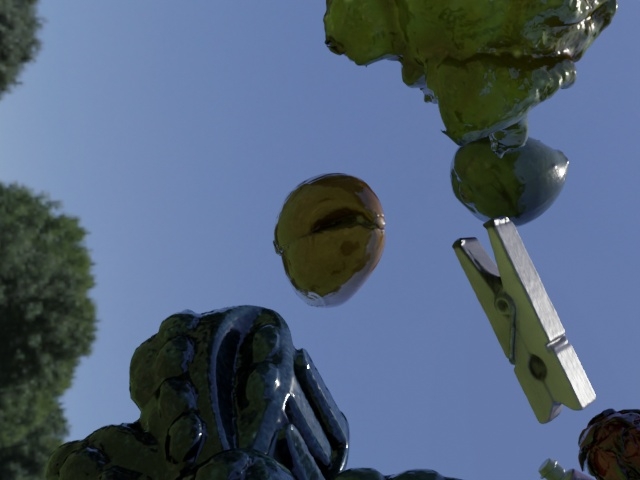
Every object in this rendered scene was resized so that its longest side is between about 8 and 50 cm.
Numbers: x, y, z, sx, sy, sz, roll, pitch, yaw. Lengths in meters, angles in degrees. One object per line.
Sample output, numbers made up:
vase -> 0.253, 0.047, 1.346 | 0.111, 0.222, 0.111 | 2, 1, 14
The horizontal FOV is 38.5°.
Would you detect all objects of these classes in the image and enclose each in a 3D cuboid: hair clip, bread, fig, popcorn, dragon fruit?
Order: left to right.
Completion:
hair clip -> -0.044, 0.158, 0.451 | 0.194, 0.206, 0.310 | 61, -14, -25
bread -> 0.000, 0.000, 0.794 | 0.189, 0.078, 0.114 | 136, -44, -74
popcorn -> 0.200, -0.256, 1.071 | 0.290, 0.321, 0.325 | -39, -154, 39
fig -> 0.369, -0.131, 1.770 | 0.203, 0.225, 0.203 | 61, -11, 20
hair clip -> 0.324, 0.127, 1.477 | 0.101, 0.085, 0.330 | -30, -103, 34
dragon fruit -> 0.595, 0.415, 1.770 | 0.189, 0.182, 0.182 | 41, -42, 23

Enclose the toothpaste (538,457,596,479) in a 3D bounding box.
toothpaste -> 0.445, 0.439, 1.365 | 0.301, 0.048, 0.075 | 43, -66, 5
